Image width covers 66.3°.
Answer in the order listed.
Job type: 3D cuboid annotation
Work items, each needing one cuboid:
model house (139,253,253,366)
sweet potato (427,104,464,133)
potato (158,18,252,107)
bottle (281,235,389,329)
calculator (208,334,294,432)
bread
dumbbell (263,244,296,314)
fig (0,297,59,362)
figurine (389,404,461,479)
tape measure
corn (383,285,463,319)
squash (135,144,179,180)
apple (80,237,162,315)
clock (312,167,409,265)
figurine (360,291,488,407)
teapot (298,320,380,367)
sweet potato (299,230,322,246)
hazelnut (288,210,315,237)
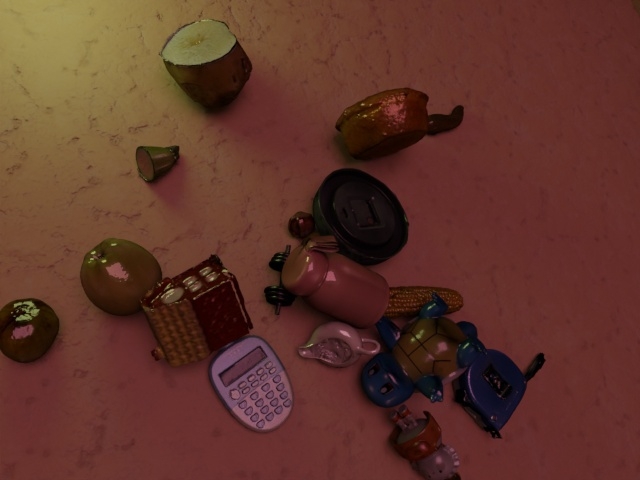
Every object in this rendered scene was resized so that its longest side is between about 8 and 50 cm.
[{"bbox_3d":[-0.324,0.187,1.236,0.253,0.160,0.196,-31,125,-27],"label":"model house"},{"bbox_3d":[0.467,-0.448,1.821,0.232,0.062,0.081,-25,77,-27],"label":"sweet potato"},{"bbox_3d":[-0.353,-0.543,1.544,0.246,0.196,0.300,-27,51,-11],"label":"potato"},{"bbox_3d":[0.045,0.109,1.352,0.296,0.206,0.173,29,26,-29],"label":"bottle"},{"bbox_3d":[-0.190,0.367,1.315,0.188,0.042,0.303,-32,82,-24],"label":"calculator"},{"bbox_3d":[0.208,-0.375,1.590,0.311,0.312,0.173,-15,88,-22],"label":"bread"},{"bbox_3d":[-0.107,0.111,1.407,0.099,0.099,0.209,13,68,-12],"label":"dumbbell"},{"bbox_3d":[-0.703,0.213,1.171,0.135,0.121,0.153,7,68,-9],"label":"fig"},{"bbox_3d":[0.290,0.569,1.348,0.271,0.143,0.143,48,62,-18],"label":"figurine"},{"bbox_3d":[0.558,0.400,1.507,0.215,0.098,0.351,47,62,3],"label":"tape measure"},{"bbox_3d":[0.297,0.187,1.507,0.312,0.102,0.102,-1,70,-21],"label":"corn"},{"bbox_3d":[-0.463,-0.239,1.448,0.132,0.105,0.105,-26,78,-43],"label":"squash"},{"bbox_3d":[-0.504,0.093,1.243,0.199,0.200,0.200,6,68,-15],"label":"apple"},{"bbox_3d":[0.127,-0.076,1.527,0.324,0.067,0.326,15,55,-23],"label":"clock"},{"bbox_3d":[0.301,0.302,1.389,0.415,0.243,0.298,-23,60,-24],"label":"figurine"},{"bbox_3d":[0.056,0.288,1.366,0.226,0.145,0.092,-3,29,17],"label":"teapot"},{"bbox_3d":[0.000,-0.001,1.500,0.075,0.075,0.269,47,47,4],"label":"sweet potato"},{"bbox_3d":[-0.057,-0.047,1.499,0.086,0.086,0.087,6,68,-15],"label":"hazelnut"}]
